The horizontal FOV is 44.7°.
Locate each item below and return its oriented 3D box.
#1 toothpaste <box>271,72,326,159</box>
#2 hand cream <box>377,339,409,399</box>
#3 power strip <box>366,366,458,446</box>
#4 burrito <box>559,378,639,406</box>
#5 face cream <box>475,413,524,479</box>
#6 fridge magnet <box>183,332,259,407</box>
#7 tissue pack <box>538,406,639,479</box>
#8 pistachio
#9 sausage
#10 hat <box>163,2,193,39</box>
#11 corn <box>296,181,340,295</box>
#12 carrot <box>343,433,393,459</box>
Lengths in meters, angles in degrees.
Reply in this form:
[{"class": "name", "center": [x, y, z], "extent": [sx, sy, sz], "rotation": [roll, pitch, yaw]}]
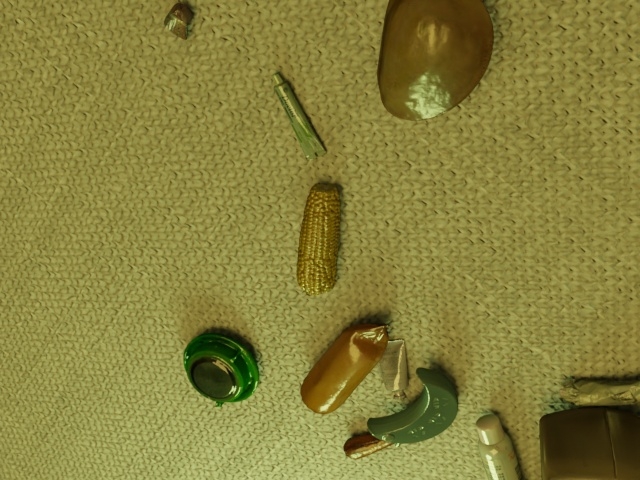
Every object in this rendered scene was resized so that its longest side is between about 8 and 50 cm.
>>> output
[{"class": "toothpaste", "center": [-0.049, -0.257, 1.610], "extent": [0.048, 0.029, 0.197], "rotation": [-17, 112, 28]}, {"class": "hand cream", "center": [0.171, 0.301, 1.814], "extent": [0.084, 0.053, 0.142], "rotation": [-10, 97, 25]}, {"class": "power strip", "center": [0.222, 0.401, 1.802], "extent": [0.167, 0.054, 0.253], "rotation": [22, 123, -19]}, {"class": "burrito", "center": [0.610, 0.320, 1.642], "extent": [0.203, 0.064, 0.064], "rotation": [-7, 113, 23]}, {"class": "face cream", "center": [0.422, 0.525, 1.809], "extent": [0.082, 0.082, 0.269], "rotation": [-10, 113, 25]}, {"class": "fridge magnet", "center": [-0.254, 0.326, 1.959], "extent": [0.208, 0.088, 0.208], "rotation": [9, 119, 17]}, {"class": "tissue pack", "center": [0.605, 0.555, 1.643], "extent": [0.277, 0.267, 0.387], "rotation": [-2, 116, 17]}, {"class": "pistachio", "center": [0.201, -0.331, 1.399], "extent": [0.213, 0.163, 0.260], "rotation": [33, 132, 32]}, {"class": "sausage", "center": [0.065, 0.280, 1.804], "extent": [0.112, 0.112, 0.328], "rotation": [36, 123, 0]}, {"class": "hat", "center": [-0.286, -0.454, 1.596], "extent": [0.058, 0.042, 0.087], "rotation": [33, 157, 5]}, {"class": "corn", "center": [-0.002, 0.002, 1.693], "extent": [0.091, 0.091, 0.260], "rotation": [14, 116, 17]}, {"class": "carrot", "center": [0.132, 0.499, 1.928], "extent": [0.161, 0.055, 0.055], "rotation": [-24, 106, 22]}]
